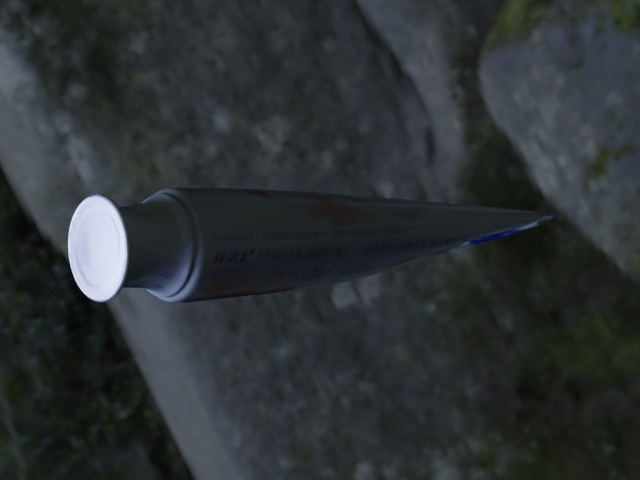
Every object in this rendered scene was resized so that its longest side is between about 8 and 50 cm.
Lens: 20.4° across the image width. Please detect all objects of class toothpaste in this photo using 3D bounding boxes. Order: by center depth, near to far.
[{"bbox_3d":[0.000,0.000,1.073,0.100,0.323,0.066,-21,75,47],"label":"toothpaste"}]
